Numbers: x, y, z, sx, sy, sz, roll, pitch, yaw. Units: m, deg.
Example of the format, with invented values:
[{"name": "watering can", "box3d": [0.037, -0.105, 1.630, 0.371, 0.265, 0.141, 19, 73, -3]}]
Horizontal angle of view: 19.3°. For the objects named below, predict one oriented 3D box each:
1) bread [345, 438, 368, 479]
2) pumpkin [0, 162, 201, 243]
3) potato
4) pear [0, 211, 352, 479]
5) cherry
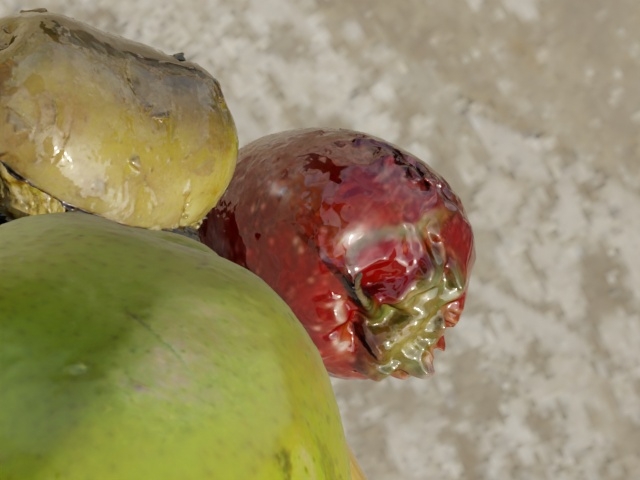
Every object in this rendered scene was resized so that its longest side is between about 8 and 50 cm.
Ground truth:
[{"name": "bread", "box3d": [-0.028, 0.146, 0.827, 0.134, 0.085, 0.173, -32, 98, -17]}, {"name": "pumpkin", "box3d": [-0.230, 0.022, 1.512, 0.317, 0.222, 0.139, -2, 25, -19]}, {"name": "potato", "box3d": [-0.125, -0.082, 1.152, 0.200, 0.081, 0.164, 12, 37, -48]}, {"name": "pear", "box3d": [-0.077, 0.081, 0.541, 0.187, 0.187, 0.220, 47, 51, -15]}, {"name": "cherry", "box3d": [0.000, 0.000, 1.410, 0.175, 0.249, 0.192, -58, 141, -11]}]
